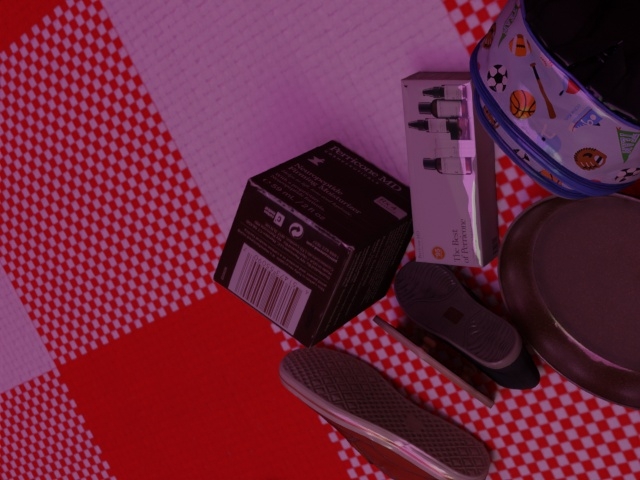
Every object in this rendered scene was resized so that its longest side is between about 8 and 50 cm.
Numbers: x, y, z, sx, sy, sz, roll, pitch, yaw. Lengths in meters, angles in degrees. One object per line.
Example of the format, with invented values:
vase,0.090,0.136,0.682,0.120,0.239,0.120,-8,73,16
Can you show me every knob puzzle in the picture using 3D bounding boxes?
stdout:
knob puzzle,0.150,0.148,1.456,0.213,0.213,0.030,37,90,17

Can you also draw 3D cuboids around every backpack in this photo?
backpack,0.278,-0.171,1.170,0.276,0.263,0.213,42,127,12

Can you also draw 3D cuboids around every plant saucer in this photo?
plant saucer,0.355,0.065,1.312,0.310,0.050,0.311,25,137,26

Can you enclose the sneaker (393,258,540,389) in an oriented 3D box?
sneaker,0.186,0.116,1.468,0.083,0.118,0.222,-44,49,-3

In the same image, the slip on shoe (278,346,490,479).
slip on shoe,0.077,0.263,1.580,0.331,0.123,0.101,31,127,15

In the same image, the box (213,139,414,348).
box,0.000,0.000,1.465,0.168,0.203,0.167,33,124,18

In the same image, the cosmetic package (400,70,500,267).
cosmetic package,0.163,-0.089,1.410,0.098,0.060,0.239,5,111,33
